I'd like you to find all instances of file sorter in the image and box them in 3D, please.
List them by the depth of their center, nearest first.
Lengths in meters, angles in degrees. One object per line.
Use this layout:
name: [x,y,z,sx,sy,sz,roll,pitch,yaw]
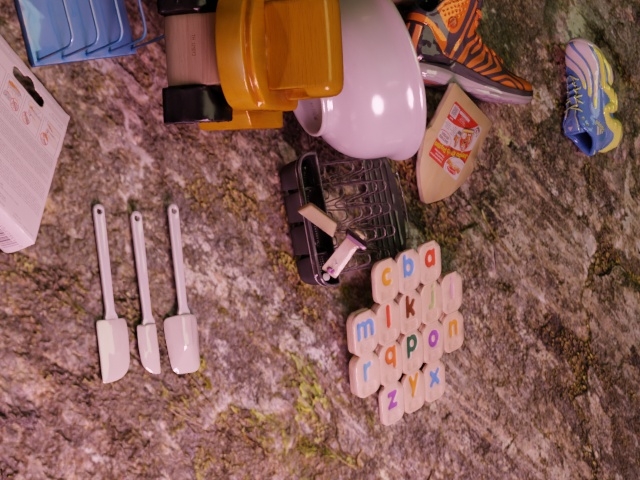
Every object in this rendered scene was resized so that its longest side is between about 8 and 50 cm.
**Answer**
file sorter: [-0.303,-0.309,1.661,0.170,0.104,0.118,-16,95,-44]

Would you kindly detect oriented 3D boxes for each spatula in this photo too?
spatula: [-0.242,0.068,1.717,0.168,0.019,0.242,-3,84,-38]

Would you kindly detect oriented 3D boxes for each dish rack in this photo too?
dish rack: [0.055,-0.042,1.979,0.271,0.074,0.208,-11,91,-44]

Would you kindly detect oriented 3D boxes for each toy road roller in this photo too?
toy road roller: [-0.070,-0.257,1.707,0.329,0.240,0.203,-17,106,-73]

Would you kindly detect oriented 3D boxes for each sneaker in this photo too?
sneaker: [0.273,-0.344,2.181,0.321,0.124,0.180,10,91,-43]
sneaker: [0.526,-0.277,2.458,0.126,0.091,0.240,-37,109,-40]

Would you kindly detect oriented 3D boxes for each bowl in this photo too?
bowl: [0.030,-0.245,1.881,0.134,0.298,0.298,-19,97,-18]

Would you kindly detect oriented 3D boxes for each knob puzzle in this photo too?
knob puzzle: [0.214,-0.155,2.151,0.213,0.030,0.213,-30,131,-41]

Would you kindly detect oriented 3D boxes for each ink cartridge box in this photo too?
ink cartridge box: [-0.402,-0.126,1.553,0.181,0.056,0.225,56,28,-44]

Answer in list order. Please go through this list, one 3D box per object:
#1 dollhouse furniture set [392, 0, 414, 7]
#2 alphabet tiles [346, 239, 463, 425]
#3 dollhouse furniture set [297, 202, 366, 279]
dollhouse furniture set: [0.179,-0.493,2.140,0.144,0.123,0.151,3,81,-43]
alphabet tiles: [0.142,0.149,2.028,0.284,0.021,0.278,-20,113,-44]
dollhouse furniture set: [0.000,0.000,1.863,0.114,0.091,0.081,36,101,-6]
